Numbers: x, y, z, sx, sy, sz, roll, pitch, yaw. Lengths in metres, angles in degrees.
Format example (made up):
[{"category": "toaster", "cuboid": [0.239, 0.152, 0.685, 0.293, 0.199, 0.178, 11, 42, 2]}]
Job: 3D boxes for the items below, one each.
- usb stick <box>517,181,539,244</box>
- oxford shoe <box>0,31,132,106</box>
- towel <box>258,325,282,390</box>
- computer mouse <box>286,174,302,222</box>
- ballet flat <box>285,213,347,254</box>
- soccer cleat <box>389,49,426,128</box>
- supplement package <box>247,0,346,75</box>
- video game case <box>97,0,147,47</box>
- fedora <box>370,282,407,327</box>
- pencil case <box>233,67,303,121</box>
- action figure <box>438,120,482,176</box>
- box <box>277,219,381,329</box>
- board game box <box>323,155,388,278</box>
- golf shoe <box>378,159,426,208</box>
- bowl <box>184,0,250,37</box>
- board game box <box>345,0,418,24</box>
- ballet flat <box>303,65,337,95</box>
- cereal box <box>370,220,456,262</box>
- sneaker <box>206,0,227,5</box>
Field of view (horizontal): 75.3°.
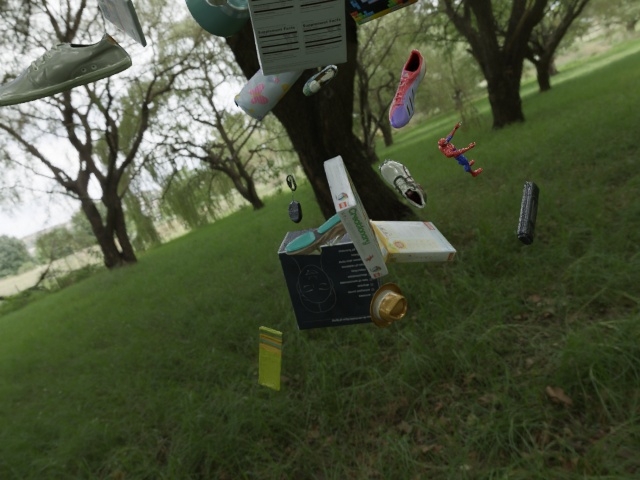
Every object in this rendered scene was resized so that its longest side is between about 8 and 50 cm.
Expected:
[{"category": "usb stick", "cuboid": [0.800, -0.109, 1.593, 0.045, 0.077, 0.278, -16, 42, 49]}, {"category": "oxford shoe", "cuboid": [-0.832, -0.539, 1.308, 0.449, 0.130, 0.169, -27, 39, -13]}, {"category": "towel", "cuboid": [-0.193, 0.449, 1.575, 0.102, 0.237, 0.021, 10, 13, 30]}, {"category": "computer mouse", "cuboid": [-0.129, -0.205, 2.050, 0.071, 0.242, 0.041, -2, 8, 38]}, {"category": "ballet flat", "cuboid": [0.000, 0.000, 1.792, 0.316, 0.106, 0.107, -30, 32, 12]}, {"category": "soccer cleat", "cuboid": [0.269, -0.475, 1.307, 0.083, 0.248, 0.095, 17, -11, 29]}, {"category": "supplement package", "cuboid": [-0.049, -0.419, 0.672, 0.149, 0.203, 0.194, -10, 51, -1]}, {"category": "video game case", "cuboid": [-0.672, -0.766, 1.373, 0.023, 0.183, 0.201, -52, -3, -17]}, {"category": "fedora", "cuboid": [0.278, 0.260, 1.618, 0.194, 0.194, 0.079, -30, 25, -34]}, {"category": "pencil case", "cuboid": [-0.165, -0.528, 1.370, 0.273, 0.124, 0.113, -50, 3, 5]}, {"category": "action figure", "cuboid": [0.571, -0.363, 1.644, 0.280, 0.091, 0.139, 16, -56, -40]}, {"category": "box", "cuboid": [0.078, 0.183, 2.196, 0.480, 0.471, 0.297, -8, 21, 11]}, {"category": "board game box", "cuboid": [0.099, -0.054, 1.120, 0.053, 0.305, 0.193, -21, 48, 10]}, {"category": "golf shoe", "cuboid": [0.372, -0.250, 1.826, 0.105, 0.273, 0.120, -46, 14, 21]}, {"category": "bowl", "cuboid": [-0.390, -1.024, 1.712, 0.311, 0.311, 0.163, -30, 27, -35]}, {"category": "board game box", "cuboid": [0.111, -0.554, 0.888, 0.170, 0.141, 0.048, 7, 69, 48]}, {"category": "ballet flat", "cuboid": [-0.001, -0.729, 1.890, 0.188, 0.070, 0.070, -40, 7, 13]}, {"category": "cereal box", "cuboid": [0.287, 0.002, 1.328, 0.240, 0.047, 0.173, 1, 36, -19]}, {"category": "sneaker", "cuboid": [-0.145, -0.619, 0.893, 0.292, 0.169, 0.108, 128, 154, -51]}]
